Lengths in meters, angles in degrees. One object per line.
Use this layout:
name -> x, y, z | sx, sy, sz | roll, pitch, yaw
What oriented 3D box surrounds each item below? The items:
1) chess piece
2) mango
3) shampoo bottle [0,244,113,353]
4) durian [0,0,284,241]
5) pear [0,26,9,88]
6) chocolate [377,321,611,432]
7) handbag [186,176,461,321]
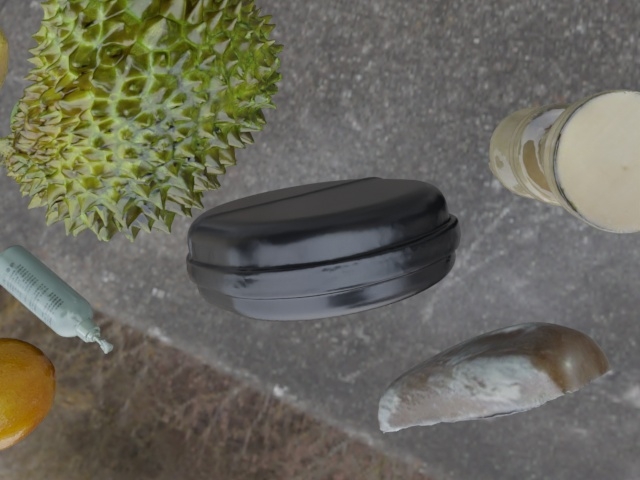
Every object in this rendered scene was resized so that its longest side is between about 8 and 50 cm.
chess piece -> 0.232, -0.084, 1.030 | 0.117, 0.117, 0.397 | 18, -175, -5
mango -> -0.185, 0.088, 0.580 | 0.046, 0.089, 0.060 | -37, 82, 43
shampoo bottle -> -0.322, 0.079, 1.292 | 0.195, 0.056, 0.056 | 37, 153, 23
durian -> -0.134, -0.108, 0.805 | 0.176, 0.200, 0.237 | 32, 113, -8
pear -> -0.543, -0.272, 1.556 | 0.177, 0.178, 0.178 | 10, 146, 7
chocolate -> 0.185, 0.147, 1.195 | 0.254, 0.080, 0.157 | -19, 177, 39
handbag -> 0.000, -0.001, 1.051 | 0.308, 0.253, 0.093 | 11, 115, 62
